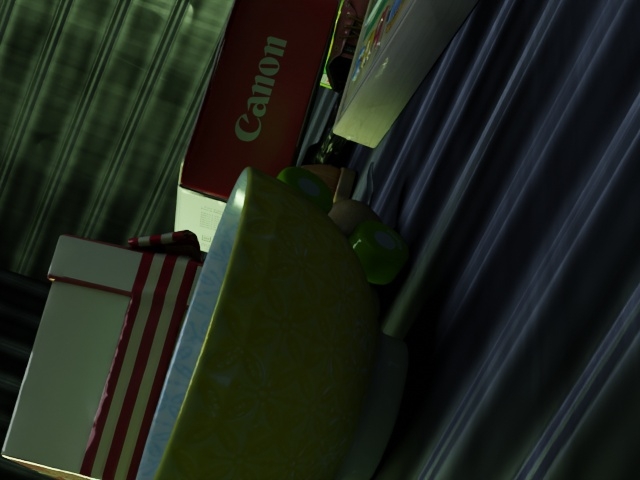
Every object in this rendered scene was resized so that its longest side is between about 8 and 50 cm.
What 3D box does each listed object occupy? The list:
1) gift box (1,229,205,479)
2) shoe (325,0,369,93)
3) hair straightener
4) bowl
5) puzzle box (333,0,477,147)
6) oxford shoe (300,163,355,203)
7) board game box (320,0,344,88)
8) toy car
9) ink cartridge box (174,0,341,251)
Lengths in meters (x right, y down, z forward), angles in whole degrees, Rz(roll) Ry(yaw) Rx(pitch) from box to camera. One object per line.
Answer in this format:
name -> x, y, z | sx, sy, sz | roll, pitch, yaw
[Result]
gift box -> -0.135, 0.138, 1.550 | 0.255, 0.276, 0.258 | 82, -159, -76
shoe -> 0.049, -0.259, 1.882 | 0.178, 0.063, 0.081 | 109, 174, -51
hair straightener -> 0.011, -0.097, 1.862 | 0.089, 0.047, 0.230 | -79, 14, -44
bowl -> -0.027, 0.105, 1.121 | 0.289, 0.156, 0.289 | -161, 90, -83
puzzle box -> 0.112, -0.285, 1.486 | 0.409, 0.052, 0.272 | 126, 161, -67
oxford shoe -> -0.017, -0.048, 1.782 | 0.212, 0.076, 0.076 | 123, 162, -70
board game box -> 0.038, -0.312, 2.167 | 0.092, 0.043, 0.181 | -80, 11, -47
toy car -> 0.000, 0.000, 1.322 | 0.155, 0.149, 0.188 | -53, 4, 31
ink cartridge box -> -0.078, -0.161, 1.910 | 0.272, 0.130, 0.309 | 108, 177, -70
